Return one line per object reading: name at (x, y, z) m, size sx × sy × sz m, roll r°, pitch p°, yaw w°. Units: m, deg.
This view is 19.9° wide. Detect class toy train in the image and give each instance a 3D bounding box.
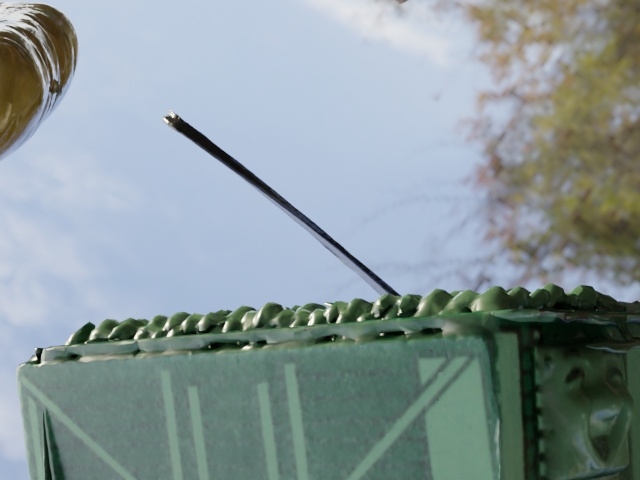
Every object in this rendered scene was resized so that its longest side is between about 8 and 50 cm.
toy train at (0.007, 0.098, 0.661) m, size 0.269 × 0.154 × 0.115 m, roll -7°, pitch 173°, yaw 39°

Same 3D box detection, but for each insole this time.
insole at (0.000, 0.000, 1.276) m, size 0.309 × 0.012 × 0.110 m, roll 40°, pitch 176°, yaw -41°

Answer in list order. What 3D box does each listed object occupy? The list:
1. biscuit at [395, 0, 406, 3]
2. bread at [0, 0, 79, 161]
biscuit at (0.140, -0.257, 1.326) m, size 0.035 × 0.250 × 0.162 m, roll 45°, pitch -155°, yaw -10°
bread at (-0.223, -0.092, 1.104) m, size 0.142 × 0.091 × 0.305 m, roll 1°, pitch -169°, yaw 0°
